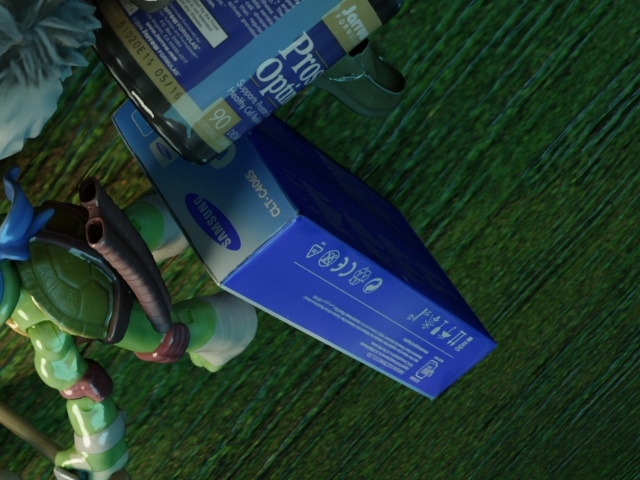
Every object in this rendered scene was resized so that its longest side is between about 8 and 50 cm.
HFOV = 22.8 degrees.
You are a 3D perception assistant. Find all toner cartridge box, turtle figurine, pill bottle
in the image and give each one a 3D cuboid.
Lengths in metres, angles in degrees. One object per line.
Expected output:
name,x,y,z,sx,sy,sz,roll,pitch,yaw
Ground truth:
toner cartridge box,0.000,0.000,1.167,0.075,0.165,0.348,-42,148,9
turtle figurine,-0.187,0.062,1.039,0.266,0.198,0.274,-9,120,-57
pill bottle,-0.027,-0.157,0.966,0.219,0.123,0.123,-38,149,4

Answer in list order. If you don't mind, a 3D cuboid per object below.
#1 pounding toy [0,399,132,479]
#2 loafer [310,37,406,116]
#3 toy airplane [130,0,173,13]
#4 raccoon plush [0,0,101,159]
pounding toy,-0.270,0.225,1.229,0.270,0.155,0.154,-2,134,3
loafer,0.019,-0.128,1.114,0.050,0.056,0.148,-43,149,23
toy airplane,0.023,-0.258,0.656,0.272,0.384,0.386,-56,158,-19
raccoon plush,-0.200,-0.255,0.512,0.216,0.299,0.446,-17,149,-34
